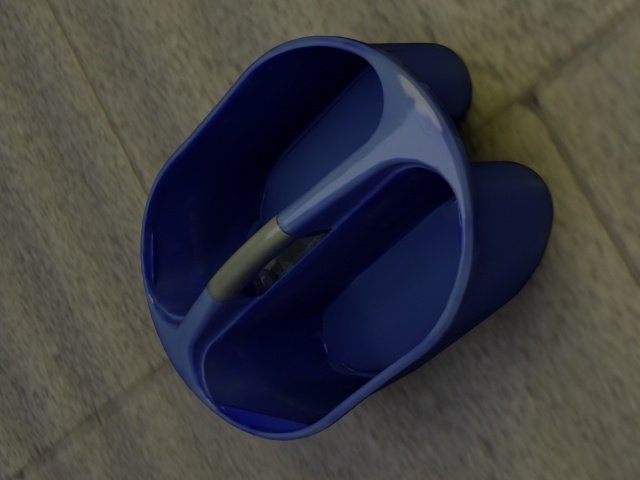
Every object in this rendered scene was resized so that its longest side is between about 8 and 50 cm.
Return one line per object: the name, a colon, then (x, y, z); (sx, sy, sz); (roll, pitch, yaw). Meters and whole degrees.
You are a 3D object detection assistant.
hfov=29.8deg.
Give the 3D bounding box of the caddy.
caddy: (0.000, 0.000, 0.893); (0.341, 0.179, 0.241); (-43, 71, 39)
